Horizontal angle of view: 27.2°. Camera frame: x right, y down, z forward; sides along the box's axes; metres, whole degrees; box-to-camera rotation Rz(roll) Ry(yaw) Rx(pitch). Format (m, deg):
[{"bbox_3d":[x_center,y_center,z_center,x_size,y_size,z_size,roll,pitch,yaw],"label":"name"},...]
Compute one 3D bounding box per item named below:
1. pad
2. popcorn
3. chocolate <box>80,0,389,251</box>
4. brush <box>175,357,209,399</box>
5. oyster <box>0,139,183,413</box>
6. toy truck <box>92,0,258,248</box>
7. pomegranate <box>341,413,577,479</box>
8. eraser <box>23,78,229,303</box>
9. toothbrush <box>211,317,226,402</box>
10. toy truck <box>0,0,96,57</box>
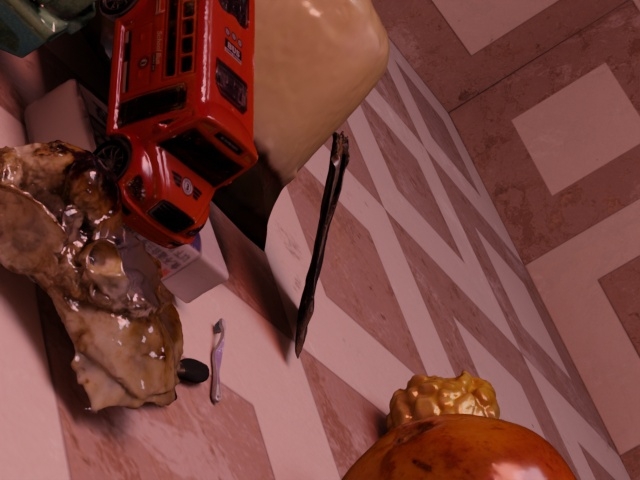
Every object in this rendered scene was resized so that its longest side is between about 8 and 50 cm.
[{"bbox_3d":[0.001,0.000,1.490,0.174,0.022,0.233,-87,-171,-77],"label":"pad"},{"bbox_3d":[0.156,0.241,1.620,0.170,0.180,0.180,28,18,-4],"label":"popcorn"},{"bbox_3d":[-0.073,-0.220,1.381,0.314,0.297,0.326,48,7,-43],"label":"chocolate"},{"bbox_3d":[-0.134,0.110,1.116,0.063,0.016,0.193,61,14,15],"label":"brush"},{"bbox_3d":[-0.169,0.018,0.993,0.232,0.107,0.161,51,9,-19],"label":"oyster"},{"bbox_3d":[-0.117,-0.126,1.117,0.107,0.114,0.252,39,42,-51],"label":"toy truck"},{"bbox_3d":[0.126,0.288,1.195,0.264,0.264,0.264,53,14,-20],"label":"pomegranate"},{"bbox_3d":[-0.172,-0.040,1.202,0.210,0.068,0.124,43,18,-50],"label":"eraser"},{"bbox_3d":[-0.097,0.112,1.254,0.011,0.013,0.131,42,20,-22],"label":"toothbrush"},{"bbox_3d":[-0.298,-0.295,1.121,0.279,0.156,0.155,46,18,-39],"label":"toy truck"}]
